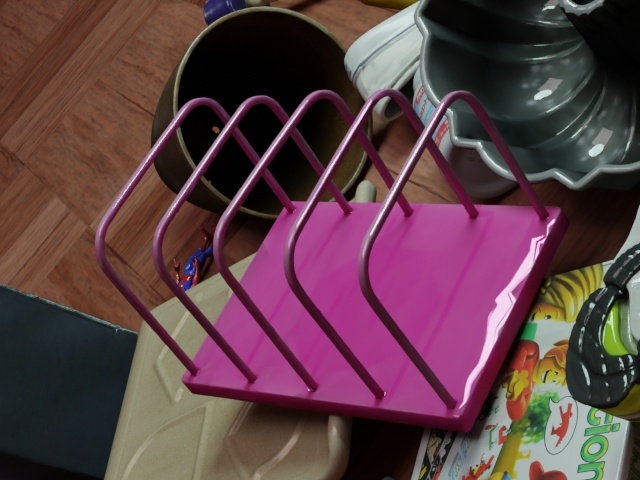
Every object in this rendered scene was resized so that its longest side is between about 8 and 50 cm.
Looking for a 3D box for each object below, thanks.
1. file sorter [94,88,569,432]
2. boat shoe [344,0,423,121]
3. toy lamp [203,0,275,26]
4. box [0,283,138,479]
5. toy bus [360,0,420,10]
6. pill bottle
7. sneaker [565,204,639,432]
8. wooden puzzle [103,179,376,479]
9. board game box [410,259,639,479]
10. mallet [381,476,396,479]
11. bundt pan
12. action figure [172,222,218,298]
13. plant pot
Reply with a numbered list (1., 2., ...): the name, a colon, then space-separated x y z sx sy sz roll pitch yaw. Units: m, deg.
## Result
1. file sorter: 0.000 0.000 1.174 0.290 0.182 0.202 2 51 41
2. boat shoe: 0.152 -0.212 1.479 0.267 0.096 0.088 -30 64 4
3. toy lamp: -0.039 -0.317 1.862 0.274 0.080 0.080 -16 43 44
4. box: -0.393 0.162 1.527 0.296 0.294 0.183 -20 59 41
5. toy bus: 0.121 -0.282 1.580 0.191 0.104 0.202 -1 20 13
6. pill bottle: 0.134 -0.112 1.384 0.087 0.087 0.160 -41 30 14
7. sneaker: 0.275 0.010 1.020 0.111 0.121 0.300 11 64 55
8. wooden puzzle: -0.068 0.143 1.373 0.348 0.080 0.322 -33 33 34
9. board game box: 0.154 0.158 1.078 0.193 0.053 0.305 -18 41 41
10. mallet: 0.091 0.198 1.030 0.189 0.039 0.062 -4 54 56
11. bundt pan: 0.242 -0.190 1.214 0.330 0.124 0.331 -11 73 38
12. action figure: -0.141 0.033 1.640 0.038 0.030 0.115 -10 49 41
13. plant pot: -0.091 -0.113 1.597 0.215 0.215 0.230 -60 17 -19
